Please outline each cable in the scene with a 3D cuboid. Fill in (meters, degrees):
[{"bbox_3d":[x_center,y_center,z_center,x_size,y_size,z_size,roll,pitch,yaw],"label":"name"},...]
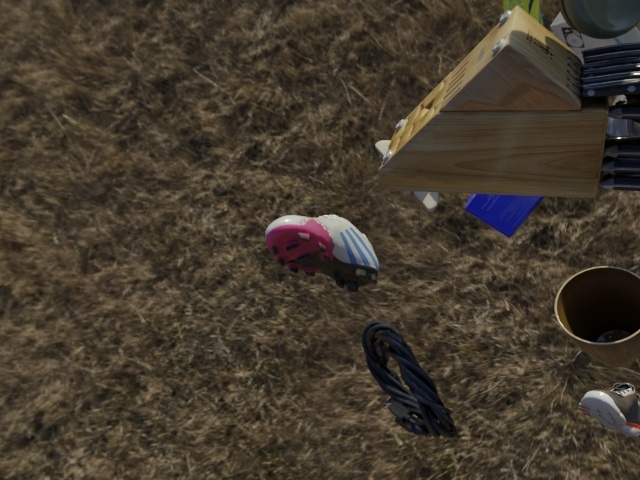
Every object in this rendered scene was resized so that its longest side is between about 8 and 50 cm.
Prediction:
[{"bbox_3d":[0.109,0.172,0.767,0.047,0.184,0.150,-22,95,-13],"label":"cable"}]

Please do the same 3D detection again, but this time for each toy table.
[{"bbox_3d":[0.294,-0.219,1.746,0.161,0.252,0.274,-37,61,-2],"label":"toy table"}]

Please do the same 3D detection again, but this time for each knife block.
[{"bbox_3d":[0.227,-0.091,0.605,0.242,0.088,0.276,37,135,-10],"label":"knife block"}]

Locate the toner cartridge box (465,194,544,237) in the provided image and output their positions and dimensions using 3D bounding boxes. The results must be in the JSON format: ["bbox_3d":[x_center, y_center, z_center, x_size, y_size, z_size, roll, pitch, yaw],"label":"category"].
[{"bbox_3d":[0.589,-0.189,1.803,0.165,0.075,0.347,32,123,-1],"label":"toner cartridge box"}]

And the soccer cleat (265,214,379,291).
[{"bbox_3d":[0.000,0.000,1.250,0.116,0.331,0.143,-26,57,26],"label":"soccer cleat"}]

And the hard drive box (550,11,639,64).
[{"bbox_3d":[0.838,-0.607,1.857,0.089,0.232,0.181,-55,24,-10],"label":"hard drive box"}]

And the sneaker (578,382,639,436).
[{"bbox_3d":[0.402,0.220,0.851,0.061,0.158,0.064,12,72,42],"label":"sneaker"}]

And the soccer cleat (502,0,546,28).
[{"bbox_3d":[0.501,-0.592,1.566,0.093,0.289,0.121,19,63,44],"label":"soccer cleat"}]

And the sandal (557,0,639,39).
[{"bbox_3d":[0.250,-0.314,0.487,0.120,0.086,0.302,-16,116,-5],"label":"sandal"}]

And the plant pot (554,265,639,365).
[{"bbox_3d":[0.790,0.235,1.688,0.237,0.254,0.237,-20,46,21],"label":"plant pot"}]

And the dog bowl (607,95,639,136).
[{"bbox_3d":[0.868,-0.270,1.520,0.349,0.102,0.348,0,88,-12],"label":"dog bowl"}]
